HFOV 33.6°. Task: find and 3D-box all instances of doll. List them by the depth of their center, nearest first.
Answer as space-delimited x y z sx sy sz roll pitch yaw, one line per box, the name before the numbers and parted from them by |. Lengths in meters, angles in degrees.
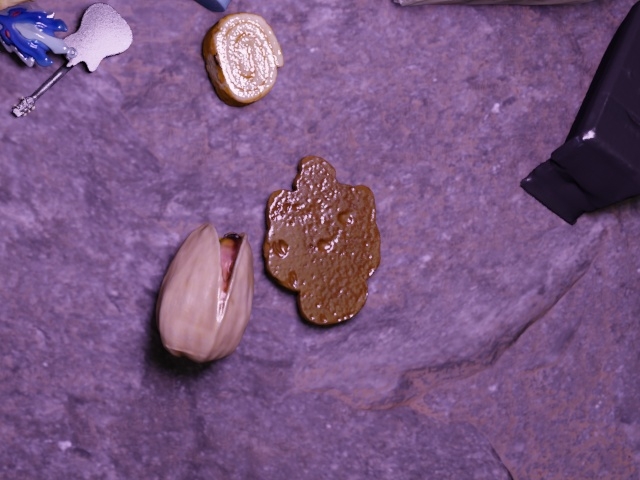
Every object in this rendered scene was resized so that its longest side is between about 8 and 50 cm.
doll | -0.467 -0.328 1.640 0.195 0.070 0.096 23 89 -5

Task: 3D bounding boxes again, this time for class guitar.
guitar | -0.400 -0.280 1.683 0.233 0.025 0.088 -46 104 -13

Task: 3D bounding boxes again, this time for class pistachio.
pistachio | -0.179 0.084 1.691 0.157 0.157 0.229 18 72 -17

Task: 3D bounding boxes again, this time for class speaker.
speaker | 0.541 -0.235 1.948 0.180 0.184 0.388 36 69 -16

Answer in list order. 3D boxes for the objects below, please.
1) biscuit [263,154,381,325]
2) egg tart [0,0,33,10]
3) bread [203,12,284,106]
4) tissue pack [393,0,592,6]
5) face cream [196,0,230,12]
biscuit | 0.000 0.000 1.806 0.208 0.041 0.290 -7 91 -19
egg tart | -0.502 -0.484 1.580 0.345 0.132 0.345 3 78 -13
bread | -0.125 -0.301 1.749 0.122 0.073 0.149 -21 96 -19
tissue pack | 0.314 -0.555 1.824 0.380 0.207 0.297 -6 93 -18
face cream | -0.130 -0.500 1.745 0.077 0.077 0.250 30 81 -16
